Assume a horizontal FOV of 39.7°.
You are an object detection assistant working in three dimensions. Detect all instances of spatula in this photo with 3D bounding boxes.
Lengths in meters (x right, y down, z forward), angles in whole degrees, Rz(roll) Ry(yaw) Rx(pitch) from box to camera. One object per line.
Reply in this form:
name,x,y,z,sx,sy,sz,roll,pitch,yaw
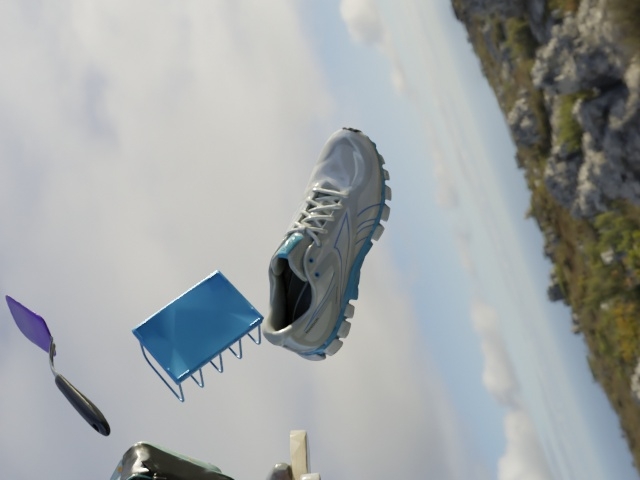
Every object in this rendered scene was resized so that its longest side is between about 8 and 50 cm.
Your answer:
spatula,-0.355,0.172,1.200,0.296,0.030,0.084,40,146,41

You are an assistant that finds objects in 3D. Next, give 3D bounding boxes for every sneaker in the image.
sneaker,0.000,0.000,0.695,0.083,0.071,0.191,19,-97,-58

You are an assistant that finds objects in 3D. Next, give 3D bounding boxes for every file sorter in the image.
file sorter,-0.191,0.158,1.414,0.118,0.170,0.104,43,154,24

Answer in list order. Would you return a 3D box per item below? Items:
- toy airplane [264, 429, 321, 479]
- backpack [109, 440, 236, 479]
toy airplane,-0.022,0.463,1.098,0.384,0.272,0.386,70,-164,1
backpack,-0.208,0.361,1.122,0.166,0.188,0.144,24,-171,-17
